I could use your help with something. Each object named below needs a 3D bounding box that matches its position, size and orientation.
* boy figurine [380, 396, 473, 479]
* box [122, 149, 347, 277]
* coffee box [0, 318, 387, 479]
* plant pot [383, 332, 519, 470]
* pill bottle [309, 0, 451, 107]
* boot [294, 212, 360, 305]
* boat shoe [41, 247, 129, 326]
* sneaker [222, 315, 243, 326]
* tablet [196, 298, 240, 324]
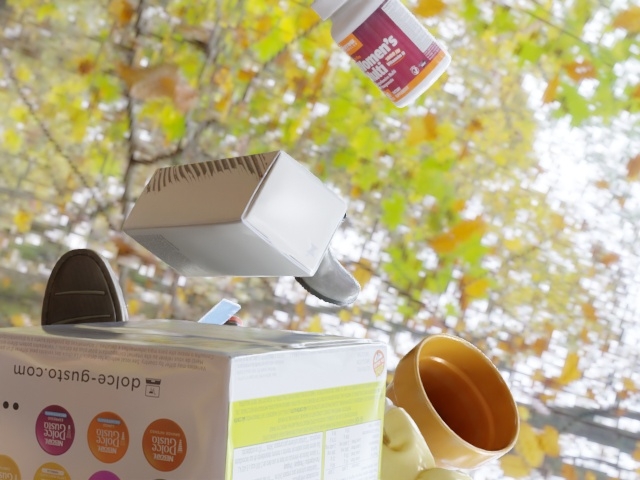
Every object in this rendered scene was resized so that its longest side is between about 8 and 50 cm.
[{"bbox_3d":[0.081,0.291,1.660,0.285,0.092,0.177,14,-92,29],"label":"boy figurine"},{"bbox_3d":[-0.102,-0.025,1.442,0.275,0.113,0.094,-2,-125,54],"label":"box"},{"bbox_3d":[-0.156,0.267,1.415,0.338,0.338,0.334,3,-90,29],"label":"coffee box"},{"bbox_3d":[0.162,0.274,1.955,0.188,0.205,0.205,-43,-136,35],"label":"plant pot"},{"bbox_3d":[0.094,-0.329,2.065,0.121,0.221,0.121,-44,-171,9],"label":"pill bottle"},{"bbox_3d":[0.000,0.000,2.321,0.161,0.246,0.083,-47,-175,40],"label":"boot"},{"bbox_3d":[-0.293,0.160,1.716,0.104,0.111,0.307,-28,111,-81],"label":"boat shoe"},{"bbox_3d":[-0.221,0.203,2.522,0.158,0.061,0.065,-34,-148,21],"label":"sneaker"},{"bbox_3d":[-0.159,0.117,1.902,0.083,0.054,0.006,-42,-120,10],"label":"tablet"}]
